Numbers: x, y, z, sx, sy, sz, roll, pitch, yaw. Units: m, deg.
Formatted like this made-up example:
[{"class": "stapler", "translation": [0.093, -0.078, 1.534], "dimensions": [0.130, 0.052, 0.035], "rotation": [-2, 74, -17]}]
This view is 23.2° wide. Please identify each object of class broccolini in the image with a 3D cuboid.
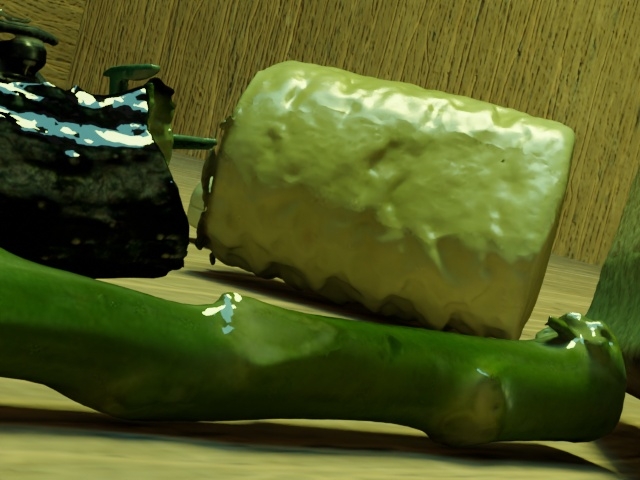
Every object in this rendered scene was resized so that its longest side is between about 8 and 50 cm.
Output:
[{"class": "broccolini", "translation": [-0.063, 0.000, 0.362], "dimensions": [0.392, 0.074, 0.079], "rotation": [11, 3, -43]}]

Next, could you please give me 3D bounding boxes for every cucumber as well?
[{"class": "cucumber", "translation": [-0.184, -0.036, 0.492], "dimensions": [0.303, 0.081, 0.072], "rotation": [8, -38, -26]}]

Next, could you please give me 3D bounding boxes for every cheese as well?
[{"class": "cheese", "translation": [0.035, -0.023, 0.771], "dimensions": [0.167, 0.123, 0.094], "rotation": [16, -39, 13]}]

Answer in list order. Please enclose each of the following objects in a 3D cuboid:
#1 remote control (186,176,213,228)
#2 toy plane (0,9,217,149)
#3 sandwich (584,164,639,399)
[{"class": "remote control", "translation": [0.000, 0.000, 0.900], "dimensions": [0.078, 0.042, 0.221], "rotation": [13, 5, -38]}, {"class": "toy plane", "translation": [-0.219, -0.086, 1.035], "dimensions": [0.382, 0.106, 0.155], "rotation": [4, -3, -41]}, {"class": "sandwich", "translation": [0.153, 0.011, 0.484], "dimensions": [0.220, 0.108, 0.186], "rotation": [20, -6, 38]}]
